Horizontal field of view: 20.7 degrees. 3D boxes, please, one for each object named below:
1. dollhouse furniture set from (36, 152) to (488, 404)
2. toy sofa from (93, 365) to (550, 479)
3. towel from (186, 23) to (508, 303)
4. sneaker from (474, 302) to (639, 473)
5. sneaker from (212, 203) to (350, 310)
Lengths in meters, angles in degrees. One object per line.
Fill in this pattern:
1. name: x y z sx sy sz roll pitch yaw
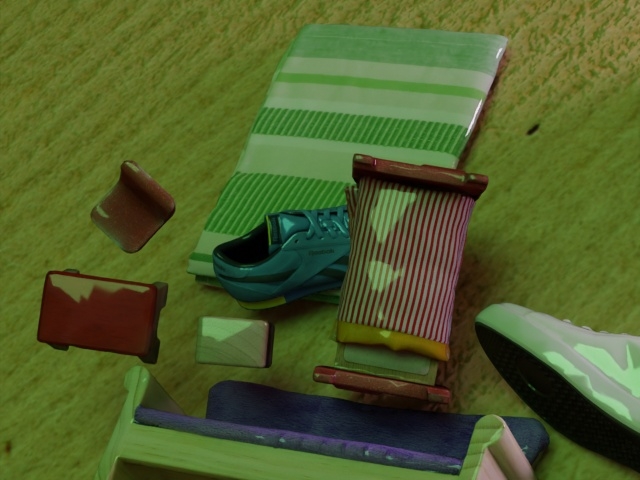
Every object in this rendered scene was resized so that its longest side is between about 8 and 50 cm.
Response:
1. dollhouse furniture set: -0.054 0.021 1.537 0.374 0.152 0.201 8 86 3
2. toy sofa: 0.005 0.186 1.509 0.363 0.150 0.177 6 61 28
3. towel: 0.027 -0.081 1.764 0.248 0.038 0.325 7 59 28
4. sneaker: 0.268 0.119 1.481 0.290 0.106 0.123 32 64 29
5. sneaker: 0.000 0.000 1.641 0.209 0.082 0.069 -19 49 7
